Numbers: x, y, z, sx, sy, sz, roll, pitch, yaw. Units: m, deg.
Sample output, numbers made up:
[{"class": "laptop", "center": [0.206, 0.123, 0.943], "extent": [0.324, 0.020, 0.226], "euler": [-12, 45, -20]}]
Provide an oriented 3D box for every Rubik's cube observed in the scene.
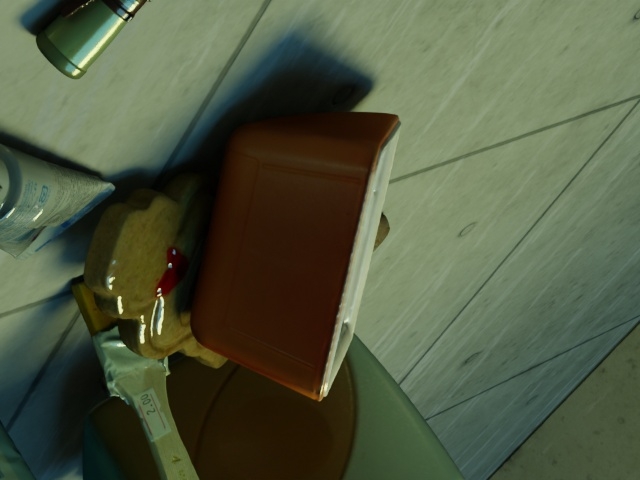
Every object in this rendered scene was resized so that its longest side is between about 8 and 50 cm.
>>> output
[{"class": "Rubik's cube", "center": [-0.053, 0.336, 2.112], "extent": [0.347, 0.352, 0.351], "euler": [-24, 139, -23]}]

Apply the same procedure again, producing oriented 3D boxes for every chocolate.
[{"class": "chocolate", "center": [0.046, 0.009, 2.271], "extent": [0.101, 0.031, 0.064], "euler": [-44, 157, 23]}]

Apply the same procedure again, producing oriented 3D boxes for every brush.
[{"class": "brush", "center": [-0.163, 0.188, 1.860], "extent": [0.085, 0.336, 0.020], "euler": [-23, -178, -38]}]

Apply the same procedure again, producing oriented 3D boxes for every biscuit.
[{"class": "biscuit", "center": [-0.135, 0.039, 1.820], "extent": [0.183, 0.047, 0.320], "euler": [-57, 152, -21]}]

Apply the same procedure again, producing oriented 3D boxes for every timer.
[{"class": "timer", "center": [0.000, 0.000, 1.838], "extent": [0.250, 0.161, 0.257], "euler": [-18, 123, -67]}]

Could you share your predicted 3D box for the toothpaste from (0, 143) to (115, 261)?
[{"class": "toothpaste", "center": [-0.258, -0.034, 1.548], "extent": [0.114, 0.073, 0.299], "euler": [-39, 169, 3]}]

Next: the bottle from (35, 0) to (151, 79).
[{"class": "bottle", "center": [-0.169, -0.173, 1.399], "extent": [0.101, 0.047, 0.063], "euler": [-45, -171, 9]}]

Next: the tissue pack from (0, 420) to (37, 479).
[{"class": "tissue pack", "center": [-0.356, 0.324, 1.914], "extent": [0.177, 0.263, 0.089], "euler": [-22, 159, -38]}]
